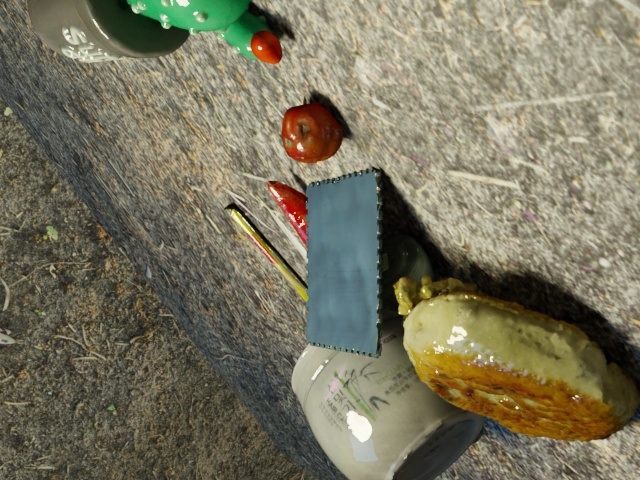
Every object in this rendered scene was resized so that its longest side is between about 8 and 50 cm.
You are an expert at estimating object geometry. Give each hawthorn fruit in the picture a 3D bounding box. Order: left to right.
[{"bbox_3d":[-0.014,-0.152,1.246,0.093,0.093,0.093,41,161,18],"label":"hawthorn fruit"}]

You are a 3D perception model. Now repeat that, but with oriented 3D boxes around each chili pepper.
[{"bbox_3d":[0.000,0.000,1.529,0.063,0.071,0.272,6,133,58],"label":"chili pepper"}]

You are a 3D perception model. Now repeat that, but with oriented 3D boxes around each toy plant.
[{"bbox_3d":[-0.210,-0.321,1.174,0.400,0.185,0.279,3,141,45],"label":"toy plant"}]

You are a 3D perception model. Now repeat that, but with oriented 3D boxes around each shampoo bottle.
[{"bbox_3d":[0.110,0.260,1.504,0.266,0.273,0.273,45,163,31],"label":"shampoo bottle"}]

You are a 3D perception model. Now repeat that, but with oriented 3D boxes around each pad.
[{"bbox_3d":[0.030,0.034,1.360,0.270,0.012,0.268,179,91,-68],"label":"pad"}]

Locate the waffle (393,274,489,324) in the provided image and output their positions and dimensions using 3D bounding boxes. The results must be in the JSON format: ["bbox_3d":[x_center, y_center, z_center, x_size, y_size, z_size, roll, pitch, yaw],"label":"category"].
[{"bbox_3d":[0.158,0.114,1.289,0.192,0.161,0.046,114,153,-49],"label":"waffle"}]

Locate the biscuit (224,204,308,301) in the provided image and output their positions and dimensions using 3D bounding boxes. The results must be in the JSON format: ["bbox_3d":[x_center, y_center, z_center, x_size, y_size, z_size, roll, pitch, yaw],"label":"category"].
[{"bbox_3d":[-0.097,0.036,1.894,0.292,0.026,0.048,49,-179,-5],"label":"biscuit"}]

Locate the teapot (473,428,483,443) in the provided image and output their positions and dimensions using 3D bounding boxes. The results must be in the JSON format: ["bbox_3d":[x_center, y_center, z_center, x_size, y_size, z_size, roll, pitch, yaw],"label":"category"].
[{"bbox_3d":[0.258,0.347,1.725,0.111,0.043,0.042,20,148,58],"label":"teapot"}]

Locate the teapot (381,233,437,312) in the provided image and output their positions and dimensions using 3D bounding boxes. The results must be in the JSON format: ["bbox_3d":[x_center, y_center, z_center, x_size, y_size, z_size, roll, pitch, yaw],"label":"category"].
[{"bbox_3d":[0.111,0.057,1.349,0.149,0.111,0.108,15,158,49],"label":"teapot"}]

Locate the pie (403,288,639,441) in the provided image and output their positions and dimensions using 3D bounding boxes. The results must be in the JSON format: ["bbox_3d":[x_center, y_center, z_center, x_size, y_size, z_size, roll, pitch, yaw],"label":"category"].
[{"bbox_3d":[0.250,0.180,1.194,0.315,0.092,0.315,22,155,11],"label":"pie"}]
